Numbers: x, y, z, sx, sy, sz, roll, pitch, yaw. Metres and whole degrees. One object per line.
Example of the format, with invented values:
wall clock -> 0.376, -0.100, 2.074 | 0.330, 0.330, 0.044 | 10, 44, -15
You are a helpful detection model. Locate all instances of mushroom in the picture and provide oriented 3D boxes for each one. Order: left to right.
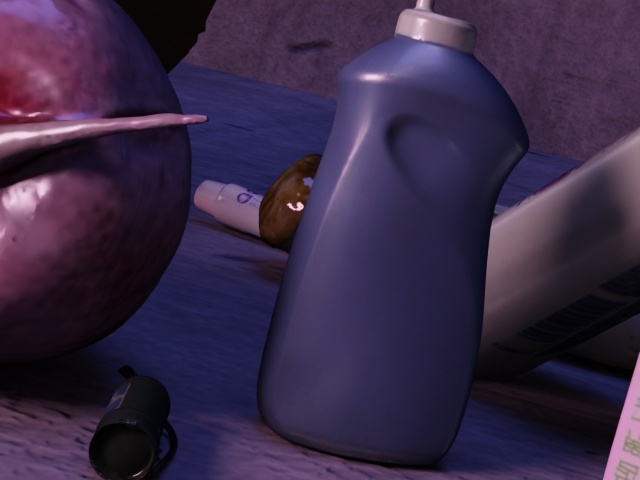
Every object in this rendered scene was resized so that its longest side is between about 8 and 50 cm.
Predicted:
mushroom -> 0.105, 0.018, 0.921 | 0.312, 0.081, 0.100 | 18, 31, 9

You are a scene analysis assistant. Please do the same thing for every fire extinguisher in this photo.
fire extinguisher -> -0.072, 0.074, 0.546 | 0.038, 0.025, 0.083 | 50, 6, -10

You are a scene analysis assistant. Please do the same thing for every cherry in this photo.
cherry -> -0.164, -0.038, 0.593 | 0.213, 0.183, 0.266 | 24, -14, -16

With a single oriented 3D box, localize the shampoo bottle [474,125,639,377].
shampoo bottle -> 0.206, -0.028, 0.692 | 0.134, 0.078, 0.359 | 7, -30, -40

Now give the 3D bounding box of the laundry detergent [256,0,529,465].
laundry detergent -> 0.035, -0.007, 0.604 | 0.097, 0.206, 0.061 | 10, 10, -7

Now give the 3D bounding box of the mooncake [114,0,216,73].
mooncake -> -0.274, -0.258, 1.048 | 0.394, 0.393, 0.246 | 1, 2, 33

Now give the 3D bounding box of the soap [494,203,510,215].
soap -> 0.210, 0.026, 1.042 | 0.198, 0.063, 0.114 | 14, 12, 7

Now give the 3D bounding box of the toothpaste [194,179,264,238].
toothpaste -> 0.000, 0.000, 1.017 | 0.218, 0.033, 0.052 | 21, 23, 23

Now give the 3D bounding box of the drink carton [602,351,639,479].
drink carton -> 0.251, 0.066, 0.606 | 0.108, 0.161, 0.271 | 23, 14, 41
